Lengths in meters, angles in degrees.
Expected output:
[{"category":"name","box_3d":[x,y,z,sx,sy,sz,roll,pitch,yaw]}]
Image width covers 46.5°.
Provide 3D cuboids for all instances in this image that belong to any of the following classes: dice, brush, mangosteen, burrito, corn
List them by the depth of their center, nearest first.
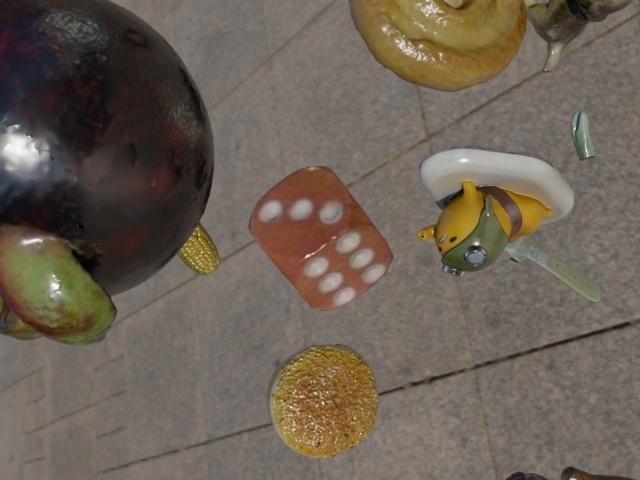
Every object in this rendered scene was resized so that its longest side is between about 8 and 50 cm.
[{"category":"mangosteen","box_3d":[-0.226,-0.063,0.619,0.288,0.288,0.287,-13,72,48]},{"category":"dice","box_3d":[0.000,0.000,1.234,0.174,0.175,0.179,-35,53,2]},{"category":"brush","box_3d":[0.466,0.035,1.561,0.020,0.337,0.085,-31,32,62]},{"category":"corn","box_3d":[-0.322,-0.033,1.637,0.101,0.291,0.101,-26,30,17]},{"category":"burrito","box_3d":[0.602,-0.240,1.710,0.044,0.074,0.118,-15,98,12]}]

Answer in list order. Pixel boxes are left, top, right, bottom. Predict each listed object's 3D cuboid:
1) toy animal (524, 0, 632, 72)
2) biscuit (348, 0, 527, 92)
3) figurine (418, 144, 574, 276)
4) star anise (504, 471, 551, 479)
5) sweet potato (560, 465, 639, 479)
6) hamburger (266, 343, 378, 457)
[{"category":"toy animal","box_3d":[0.399,-0.389,1.150,0.233,0.121,0.168,120,153,-68]},{"category":"biscuit","box_3d":[0.184,-0.372,1.131,0.102,0.297,0.296,141,129,-65]},{"category":"figurine","box_3d":[0.239,-0.017,0.983,0.166,0.250,0.140,-39,45,55]},{"category":"star anise","box_3d":[0.373,0.561,1.564,0.081,0.230,0.262,48,140,19]},{"category":"sweet potato","box_3d":[0.387,0.309,0.835,0.057,0.265,0.057,-59,7,11]},{"category":"hamburger","box_3d":[0.005,0.401,1.888,0.170,0.302,0.301,-13,72,63]}]
